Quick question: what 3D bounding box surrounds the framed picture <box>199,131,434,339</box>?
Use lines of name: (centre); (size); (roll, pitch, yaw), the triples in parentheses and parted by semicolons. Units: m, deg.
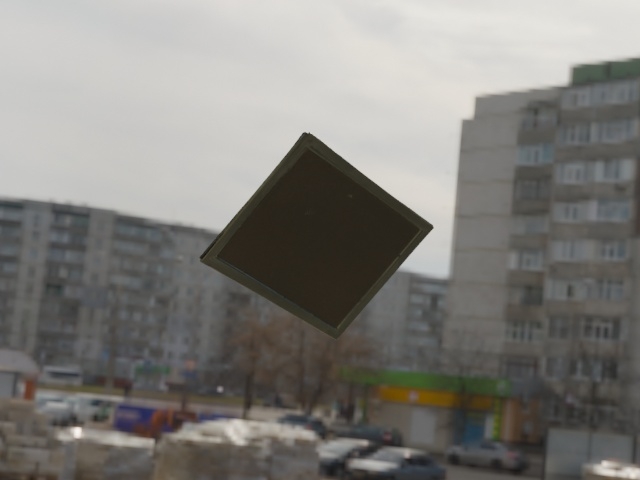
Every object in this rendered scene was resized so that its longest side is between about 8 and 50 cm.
framed picture: (0.000, 0.000, 1.501); (0.252, 0.197, 0.014); (34, 10, -40)
